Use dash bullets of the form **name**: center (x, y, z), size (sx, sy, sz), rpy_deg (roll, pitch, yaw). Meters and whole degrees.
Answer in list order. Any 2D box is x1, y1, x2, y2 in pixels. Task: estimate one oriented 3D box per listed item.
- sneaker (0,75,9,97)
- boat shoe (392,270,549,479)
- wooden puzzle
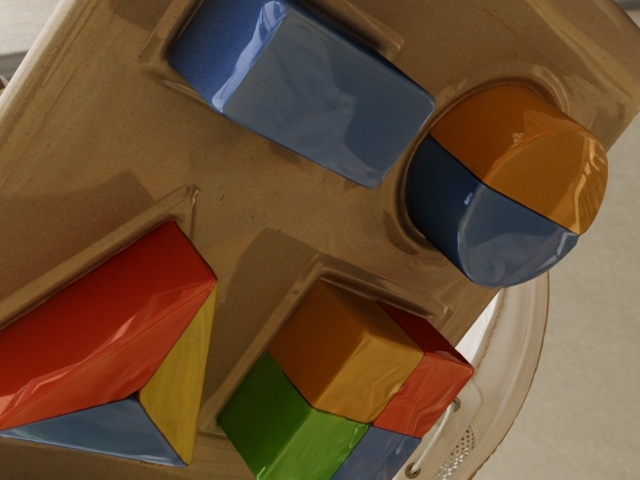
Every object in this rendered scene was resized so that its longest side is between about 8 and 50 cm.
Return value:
- **sneaker**: center (-0.237, -0.038, 0.946), size (0.106, 0.281, 0.162), rpy_deg (-47, -28, -4)
- **boat shoe**: center (0.064, 0.113, 0.765), size (0.096, 0.098, 0.277), rpy_deg (21, -86, -22)
- **wooden puzzle**: center (0.000, 0.000, 0.517), size (0.322, 0.080, 0.348), rpy_deg (23, -77, -45)
